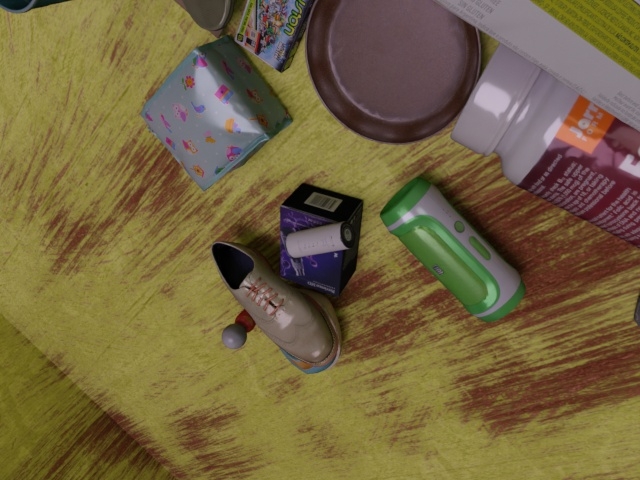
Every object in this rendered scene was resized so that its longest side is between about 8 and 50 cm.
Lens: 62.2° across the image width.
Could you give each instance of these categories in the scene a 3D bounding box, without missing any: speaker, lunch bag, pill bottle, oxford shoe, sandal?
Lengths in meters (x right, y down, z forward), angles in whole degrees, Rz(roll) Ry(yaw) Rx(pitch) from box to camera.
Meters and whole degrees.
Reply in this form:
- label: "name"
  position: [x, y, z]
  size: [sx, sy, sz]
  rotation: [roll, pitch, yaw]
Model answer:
- label: "speaker"
  position: [-0.002, 0.000, 1.060]
  size: [0.136, 0.055, 0.055]
  rotation: [-11, 116, 34]
- label: "lunch bag"
  position: [-0.227, -0.246, 1.091]
  size: [0.262, 0.160, 0.223]
  rotation: [-30, 105, 35]
- label: "speaker"
  position: [0.254, 0.019, 1.025]
  size: [0.296, 0.131, 0.131]
  rotation: [44, 133, -6]
- label: "pill bottle"
  position: [0.404, -0.142, 0.750]
  size: [0.392, 0.224, 0.224]
  rotation: [29, 133, 8]
- label: "oxford shoe"
  position: [-0.124, 0.142, 1.225]
  size: [0.397, 0.140, 0.146]
  rotation: [38, 180, 29]
- label: "sandal"
  position: [-0.237, -0.507, 0.897]
  size: [0.120, 0.086, 0.303]
  rotation: [6, 129, 30]

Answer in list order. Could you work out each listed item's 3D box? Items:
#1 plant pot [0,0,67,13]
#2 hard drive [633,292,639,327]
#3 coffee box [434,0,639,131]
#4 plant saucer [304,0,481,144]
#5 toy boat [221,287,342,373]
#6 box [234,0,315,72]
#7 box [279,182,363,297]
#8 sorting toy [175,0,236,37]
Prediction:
- label: "plant pot"
  position: [-0.440, -0.550, 0.906]
  size: [0.271, 0.255, 0.272]
  rotation: [21, 127, 30]
- label: "hard drive"
  position: [0.646, 0.073, 0.883]
  size: [0.171, 0.054, 0.255]
  rotation: [15, 129, 21]
- label: "coffee box"
  position: [0.291, -0.373, 0.486]
  size: [0.338, 0.338, 0.334]
  rotation: [19, 138, -25]
- label: "plant saucer"
  position: [0.120, -0.317, 0.907]
  size: [0.310, 0.050, 0.311]
  rotation: [15, 130, 19]
- label: "toy boat"
  position: [-0.099, 0.244, 1.382]
  size: [0.318, 0.148, 0.268]
  rotation: [5, 125, 27]
- label: "box"
  position: [-0.072, -0.421, 0.951]
  size: [0.114, 0.036, 0.207]
  rotation: [35, 133, 3]
- label: "box"
  position: [0.000, 0.000, 1.171]
  size: [0.153, 0.108, 0.207]
  rotation: [17, 129, 19]
- label: "sorting toy"
  position: [-0.222, -0.513, 0.976]
  size: [0.193, 0.038, 0.208]
  rotation: [41, 138, -2]
